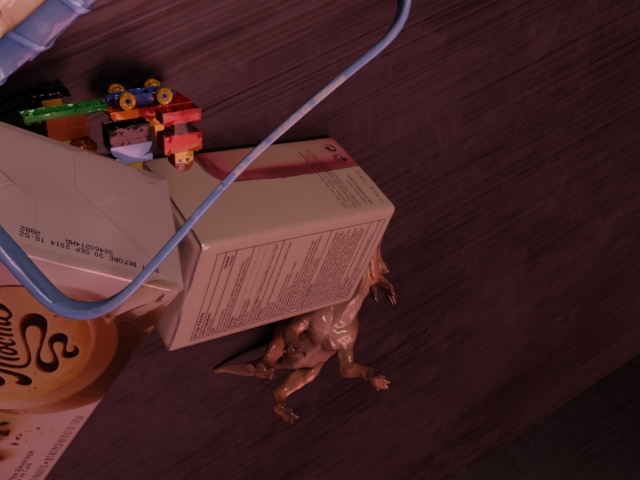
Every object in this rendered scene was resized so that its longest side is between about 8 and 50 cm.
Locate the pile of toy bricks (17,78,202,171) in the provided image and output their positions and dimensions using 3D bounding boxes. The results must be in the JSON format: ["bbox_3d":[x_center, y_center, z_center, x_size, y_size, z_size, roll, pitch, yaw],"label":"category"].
[{"bbox_3d":[-0.191,-0.052,0.596,0.212,0.118,0.105,-15,123,-28],"label":"pile of toy bricks"}]

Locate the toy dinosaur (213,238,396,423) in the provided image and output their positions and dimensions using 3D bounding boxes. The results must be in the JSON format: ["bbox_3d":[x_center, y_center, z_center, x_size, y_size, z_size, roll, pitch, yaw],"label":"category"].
[{"bbox_3d":[-0.002,0.115,1.039,0.295,0.200,0.127,-31,117,33],"label":"toy dinosaur"}]

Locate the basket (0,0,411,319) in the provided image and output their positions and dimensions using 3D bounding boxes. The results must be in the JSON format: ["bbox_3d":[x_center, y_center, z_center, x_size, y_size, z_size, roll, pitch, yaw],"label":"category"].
[{"bbox_3d":[-0.134,-0.135,0.387,0.255,0.289,0.201,-45,-168,2],"label":"basket"}]

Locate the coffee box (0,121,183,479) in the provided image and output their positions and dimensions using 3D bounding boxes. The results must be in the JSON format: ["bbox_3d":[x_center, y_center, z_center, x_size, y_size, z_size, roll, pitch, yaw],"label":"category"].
[{"bbox_3d":[-0.244,0.069,0.551,0.168,0.119,0.297,18,126,-33],"label":"coffee box"}]

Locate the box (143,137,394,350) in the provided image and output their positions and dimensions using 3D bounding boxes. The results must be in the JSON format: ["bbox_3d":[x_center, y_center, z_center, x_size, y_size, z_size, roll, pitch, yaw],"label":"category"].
[{"bbox_3d":[-0.066,-0.003,0.794,0.232,0.127,0.149,-11,140,-37],"label":"box"}]
